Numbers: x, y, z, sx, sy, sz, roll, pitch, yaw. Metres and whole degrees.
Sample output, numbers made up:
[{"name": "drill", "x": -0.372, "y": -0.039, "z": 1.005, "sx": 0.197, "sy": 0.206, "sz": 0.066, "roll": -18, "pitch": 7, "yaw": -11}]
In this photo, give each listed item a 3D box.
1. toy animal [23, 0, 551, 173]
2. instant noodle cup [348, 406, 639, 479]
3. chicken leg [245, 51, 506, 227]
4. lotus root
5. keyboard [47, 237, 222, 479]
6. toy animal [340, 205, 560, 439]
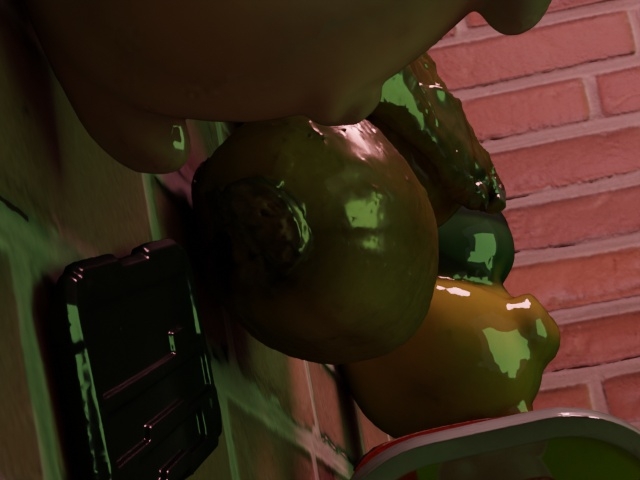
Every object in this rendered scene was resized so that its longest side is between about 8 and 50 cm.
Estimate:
[{"name": "toy animal", "x": -0.012, "y": -0.219, "z": 0.771, "sx": 0.247, "sy": 0.277, "sz": 0.345, "roll": -176, "pitch": -108, "yaw": -81}, {"name": "instant noodle cup", "x": 0.129, "y": 0.250, "z": 1.377, "sx": 0.308, "sy": 0.293, "sz": 0.294, "roll": -177, "pitch": -104, "yaw": -87}, {"name": "chicken leg", "x": -0.001, "y": -0.130, "z": 1.289, "sx": 0.201, "sy": 0.152, "sz": 0.429, "roll": 47, "pitch": -4, "yaw": 31}, {"name": "lotus root", "x": 0.002, "y": -0.003, "z": 1.077, "sx": 0.303, "sy": 0.130, "sz": 0.146, "roll": 50, "pitch": 30, "yaw": -80}, {"name": "keyboard", "x": -0.072, "y": 0.056, "z": 0.767, "sx": 0.262, "sy": 0.016, "sz": 0.106, "roll": -28, "pitch": 107, "yaw": -84}, {"name": "toy animal", "x": 0.107, "y": 0.082, "z": 1.781, "sx": 0.191, "sy": 0.216, "sz": 0.338, "roll": 23, "pitch": 48, "yaw": -51}]
